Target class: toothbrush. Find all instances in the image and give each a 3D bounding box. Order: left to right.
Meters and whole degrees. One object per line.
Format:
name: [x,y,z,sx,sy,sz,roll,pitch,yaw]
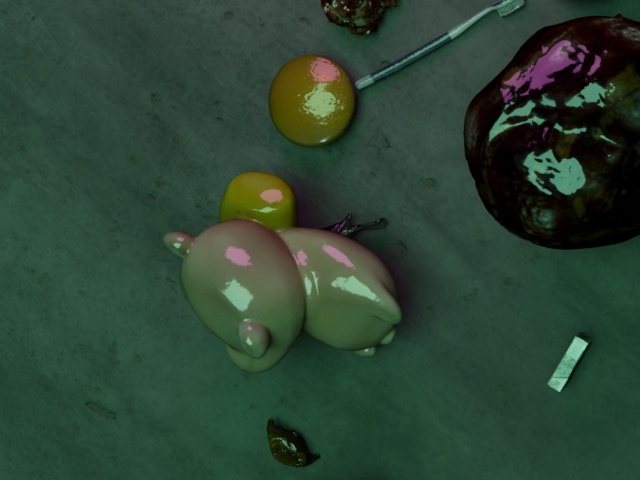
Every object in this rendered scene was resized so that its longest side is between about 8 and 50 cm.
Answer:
toothbrush: [0.176,-0.295,1.873,0.288,0.024,0.026,-27,97,20]

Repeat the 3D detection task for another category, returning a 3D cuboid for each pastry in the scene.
pastry: [0.070,-0.413,1.873,0.115,0.097,0.209,32,105,28]

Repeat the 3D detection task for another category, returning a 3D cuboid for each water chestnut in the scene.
water chestnut: [0.342,-0.158,1.684,0.335,0.335,0.347,-48,46,17]

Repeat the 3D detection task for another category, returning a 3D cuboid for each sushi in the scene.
sushi: [-0.051,0.325,1.982,0.099,0.047,0.050,44,120,-3]

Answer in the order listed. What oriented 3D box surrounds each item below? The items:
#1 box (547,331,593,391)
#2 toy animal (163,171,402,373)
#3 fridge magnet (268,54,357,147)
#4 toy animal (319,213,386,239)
box: [0.361,0.175,1.802,0.024,0.054,0.083,31,103,15]
toy animal: [-0.075,0.098,1.839,0.345,0.247,0.278,37,136,12]
fridge magnet: [-0.012,-0.214,1.929,0.143,0.063,0.143,2,95,21]
toy animal: [0.004,0.010,1.944,0.202,0.070,0.105,1,84,28]
